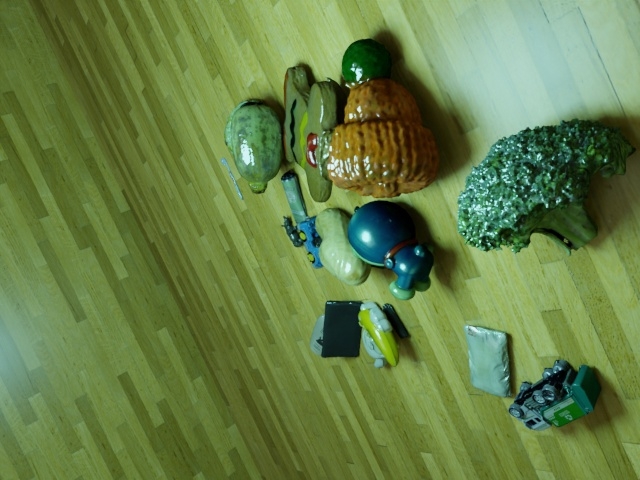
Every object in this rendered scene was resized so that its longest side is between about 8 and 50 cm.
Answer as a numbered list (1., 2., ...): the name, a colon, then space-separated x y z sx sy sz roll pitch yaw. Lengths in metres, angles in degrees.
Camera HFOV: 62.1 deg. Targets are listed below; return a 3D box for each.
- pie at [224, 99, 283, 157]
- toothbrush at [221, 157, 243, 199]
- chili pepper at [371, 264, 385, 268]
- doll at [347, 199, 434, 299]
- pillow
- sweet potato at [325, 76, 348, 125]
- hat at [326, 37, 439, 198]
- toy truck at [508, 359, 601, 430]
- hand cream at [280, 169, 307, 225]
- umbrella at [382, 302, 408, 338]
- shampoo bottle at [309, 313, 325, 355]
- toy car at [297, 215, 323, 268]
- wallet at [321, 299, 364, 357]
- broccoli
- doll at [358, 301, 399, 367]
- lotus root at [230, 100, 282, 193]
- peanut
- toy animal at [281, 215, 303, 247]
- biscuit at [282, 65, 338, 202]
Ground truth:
1. pie: -0.236 -0.374 1.930 0.274 0.105 0.257 49 132 16
2. toothbrush: -0.371 -0.258 2.242 0.013 0.019 0.193 -19 98 54
3. chili pepper: 0.161 0.057 1.747 0.216 0.062 0.108 -15 100 56
4. doll: 0.205 0.005 1.539 0.322 0.198 0.186 43 134 24
5. pillow: 0.485 0.348 1.538 0.128 0.051 0.229 6 118 41
6. sweet potato: 0.079 -0.359 1.579 0.067 0.067 0.274 -11 106 53
7. hat: 0.163 -0.315 1.408 0.285 0.285 0.400 -18 66 54
8. toy truck: 0.606 0.407 1.379 0.124 0.114 0.253 40 140 12
9. hand cream: -0.093 -0.145 1.944 0.086 0.055 0.235 24 137 48
10. umbrella: 0.251 0.273 1.794 0.036 0.031 0.133 -32 83 11
11. shampoo bottle: 0.031 0.360 2.084 0.127 0.078 0.257 41 136 15
12. toy car: 0.000 0.000 1.877 0.100 0.097 0.191 -8 105 52
13. wallet: 0.082 0.333 1.980 0.146 0.030 0.285 3 124 0
14. broccoli: 0.466 -0.118 1.142 0.375 0.302 0.249 -43 53 26
15. doll: 0.200 0.332 1.828 0.252 0.111 0.237 67 164 0
16. lotus root: -0.211 -0.312 1.790 0.173 0.173 0.309 4 102 50
17. peanut: 0.059 0.015 1.712 0.147 0.147 0.319 106 151 -44
18. toy animal: -0.110 -0.035 2.034 0.136 0.047 0.065 56 156 -1
19. biscuit: -0.047 -0.339 1.617 0.394 0.076 0.368 -119 26 -48
